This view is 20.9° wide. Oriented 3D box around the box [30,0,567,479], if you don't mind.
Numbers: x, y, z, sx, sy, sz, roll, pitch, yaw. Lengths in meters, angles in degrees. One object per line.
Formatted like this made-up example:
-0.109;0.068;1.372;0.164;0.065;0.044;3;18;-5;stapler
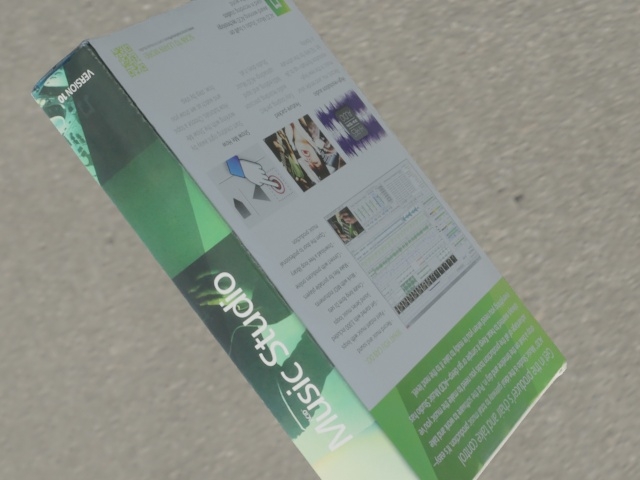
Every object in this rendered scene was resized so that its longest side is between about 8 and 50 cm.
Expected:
0.000;0.000;1.021;0.058;0.232;0.322;-39;88;30;box
